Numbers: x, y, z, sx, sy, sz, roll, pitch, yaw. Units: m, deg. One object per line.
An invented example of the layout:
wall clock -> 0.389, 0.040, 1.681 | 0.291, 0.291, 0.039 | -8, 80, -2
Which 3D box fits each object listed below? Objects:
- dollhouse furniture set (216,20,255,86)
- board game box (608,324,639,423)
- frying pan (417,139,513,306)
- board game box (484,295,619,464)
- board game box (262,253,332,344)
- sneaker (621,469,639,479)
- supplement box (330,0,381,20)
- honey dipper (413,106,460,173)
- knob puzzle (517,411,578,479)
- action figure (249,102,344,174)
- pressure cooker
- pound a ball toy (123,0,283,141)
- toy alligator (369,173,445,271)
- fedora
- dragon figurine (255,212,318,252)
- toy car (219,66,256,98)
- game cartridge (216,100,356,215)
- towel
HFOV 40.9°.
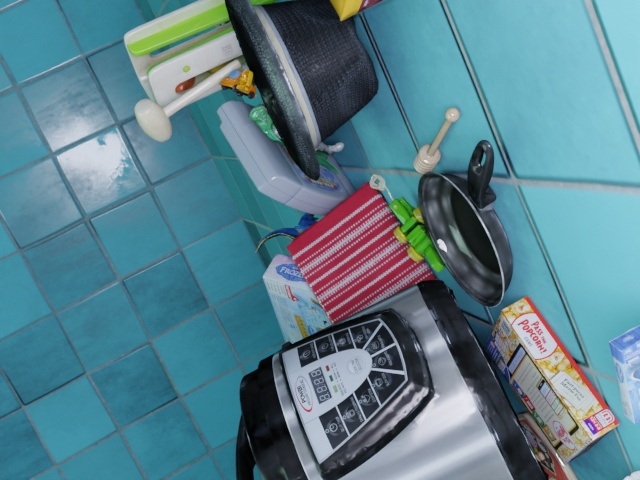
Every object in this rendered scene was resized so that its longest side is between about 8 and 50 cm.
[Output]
dollhouse furniture set -> -0.135, -0.401, 1.643 | 0.161, 0.101, 0.182 | -80, -32, -67
board game box -> 0.311, 0.110, 0.778 | 0.020, 0.090, 0.090 | 49, 164, 60
frying pan -> 0.180, -0.051, 1.084 | 0.197, 0.053, 0.326 | 51, 162, 43
board game box -> 0.297, 0.187, 1.128 | 0.194, 0.045, 0.147 | 58, 168, 22
board game box -> 0.071, 0.181, 1.632 | 0.317, 0.066, 0.319 | 15, 145, 23
sneaker -> 0.409, 0.370, 0.974 | 0.209, 0.081, 0.094 | 64, 166, -5
supplement box -> 0.056, -0.316, 0.665 | 0.194, 0.191, 0.129 | 60, 169, 7
honey dipper -> 0.149, -0.128, 1.096 | 0.031, 0.030, 0.161 | 60, 167, 13
knob puzzle -> 0.344, 0.354, 1.343 | 0.213, 0.030, 0.213 | 59, 168, 20
action figure -> -0.045, -0.190, 1.452 | 0.137, 0.063, 0.232 | 55, -158, 23
pressure cooker -> 0.073, 0.299, 1.243 | 0.376, 0.420, 0.370 | 64, -175, 1
pound a ball toy -> -0.179, -0.286, 1.436 | 0.208, 0.319, 0.136 | 54, 166, 35
toy alligator -> 0.142, -0.028, 1.311 | 0.051, 0.056, 0.190 | 6, -136, -53
fedora -> -0.014, -0.247, 1.207 | 0.334, 0.152, 0.334 | 155, 90, -87
dragon figurine -> 0.000, 0.000, 1.609 | 0.144, 0.289, 0.085 | -63, -30, -67
toy car -> -0.106, -0.236, 1.277 | 0.122, 0.060, 0.041 | 21, 93, 63
game cartridge -> -0.045, -0.136, 1.516 | 0.198, 0.062, 0.297 | 54, -159, 22
towel -> 0.080, 0.059, 1.464 | 0.275, 0.198, 0.031 | 58, -163, 19
